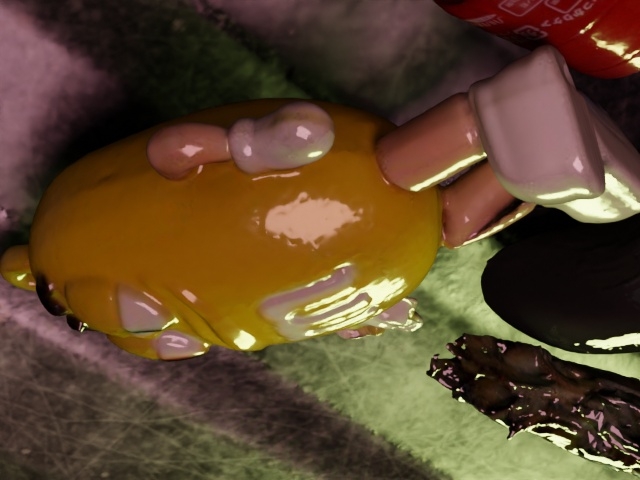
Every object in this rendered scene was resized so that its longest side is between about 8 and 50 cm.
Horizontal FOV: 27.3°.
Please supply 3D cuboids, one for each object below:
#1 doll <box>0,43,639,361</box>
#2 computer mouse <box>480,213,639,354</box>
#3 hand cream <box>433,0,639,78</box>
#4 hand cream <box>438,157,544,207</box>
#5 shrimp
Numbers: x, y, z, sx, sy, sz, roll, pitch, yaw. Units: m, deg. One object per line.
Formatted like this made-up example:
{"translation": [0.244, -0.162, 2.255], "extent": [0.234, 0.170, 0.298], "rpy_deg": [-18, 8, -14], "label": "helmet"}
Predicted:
{"translation": [0.017, -0.015, 0.889], "extent": [0.348, 0.161, 0.423], "rpy_deg": [15, 148, -34], "label": "doll"}
{"translation": [0.254, 0.037, 1.020], "extent": [0.264, 0.088, 0.147], "rpy_deg": [-27, 133, 27], "label": "computer mouse"}
{"translation": [0.157, -0.204, 0.793], "extent": [0.125, 0.193, 0.193], "rpy_deg": [20, 118, -25], "label": "hand cream"}
{"translation": [0.104, -0.047, 0.997], "extent": [0.163, 0.039, 0.062], "rpy_deg": [4, 127, -11], "label": "hand cream"}
{"translation": [0.295, 0.162, 1.086], "extent": [0.445, 0.272, 0.085], "rpy_deg": [20, 81, -17], "label": "shrimp"}
